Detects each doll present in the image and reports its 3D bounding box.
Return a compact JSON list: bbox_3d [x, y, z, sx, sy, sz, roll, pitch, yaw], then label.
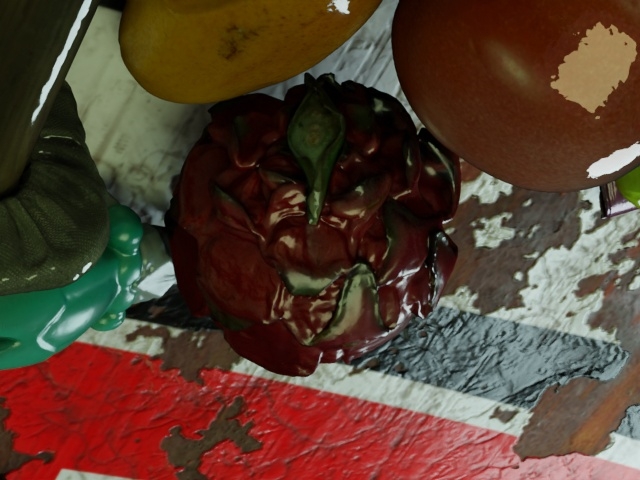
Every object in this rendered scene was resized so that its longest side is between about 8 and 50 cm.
[{"bbox_3d":[-0.229,0.034,1.467,0.258,0.153,0.195,17,106,-52],"label":"doll"}]

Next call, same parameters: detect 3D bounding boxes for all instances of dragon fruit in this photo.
[{"bbox_3d":[0.000,0.000,1.453,0.234,0.233,0.293,-20,157,-2],"label":"dragon fruit"}]

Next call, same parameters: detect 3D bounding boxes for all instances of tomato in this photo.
[{"bbox_3d":[0.175,-0.157,1.343,0.256,0.256,0.224,-42,88,19],"label":"tomato"}]

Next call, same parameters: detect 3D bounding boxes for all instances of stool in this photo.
[{"bbox_3d":[-0.291,-0.128,1.160,0.310,0.310,0.226,-6,133,-18],"label":"stool"}]

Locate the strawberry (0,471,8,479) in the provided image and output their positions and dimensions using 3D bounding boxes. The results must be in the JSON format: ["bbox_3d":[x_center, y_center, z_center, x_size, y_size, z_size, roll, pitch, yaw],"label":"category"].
[{"bbox_3d":[-0.357,0.242,1.651,0.187,0.082,0.146,-7,127,-7],"label":"strawberry"}]

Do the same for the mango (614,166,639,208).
[{"bbox_3d":[0.297,-0.130,1.476,0.111,0.125,0.232,19,92,-44],"label":"mango"}]

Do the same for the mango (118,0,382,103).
[{"bbox_3d":[-0.044,-0.180,1.330,0.252,0.126,0.154,-39,153,29],"label":"mango"}]

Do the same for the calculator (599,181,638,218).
[{"bbox_3d":[0.285,-0.108,1.582,0.127,0.034,0.190,-16,129,-4],"label":"calculator"}]
